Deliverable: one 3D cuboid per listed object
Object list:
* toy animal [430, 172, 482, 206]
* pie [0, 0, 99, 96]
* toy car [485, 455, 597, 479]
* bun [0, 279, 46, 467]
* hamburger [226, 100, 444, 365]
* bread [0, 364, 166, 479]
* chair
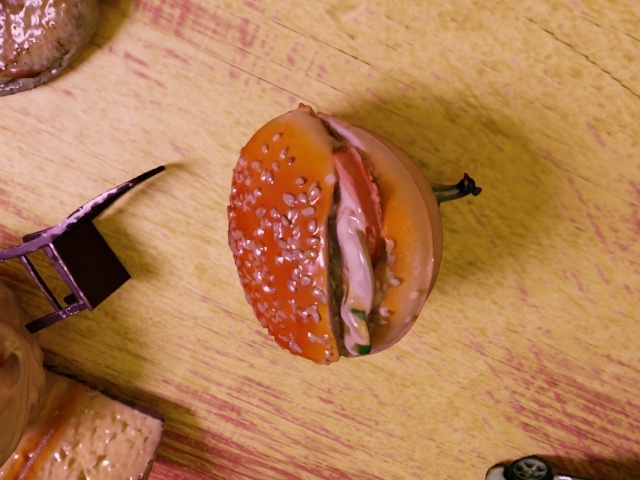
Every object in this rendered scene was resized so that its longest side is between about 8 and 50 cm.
[{"bbox_3d":[0.058,-0.009,0.517,0.075,0.041,0.217,43,115,-14],"label":"toy animal"},{"bbox_3d":[-0.342,-0.268,0.427,0.324,0.070,0.322,3,115,5],"label":"pie"},{"bbox_3d":[0.325,0.348,0.548,0.306,0.125,0.136,-5,103,40],"label":"toy car"},{"bbox_3d":[-0.383,0.126,0.518,0.153,0.243,0.243,-18,111,5],"label":"bun"},{"bbox_3d":[-0.001,-0.004,0.435,0.237,0.148,0.236,19,115,46],"label":"hamburger"},{"bbox_3d":[-0.342,0.255,0.631,0.266,0.142,0.178,23,75,0],"label":"bread"},{"bbox_3d":[-0.233,0.009,0.530,0.213,0.084,0.101,-22,106,14],"label":"chair"}]
